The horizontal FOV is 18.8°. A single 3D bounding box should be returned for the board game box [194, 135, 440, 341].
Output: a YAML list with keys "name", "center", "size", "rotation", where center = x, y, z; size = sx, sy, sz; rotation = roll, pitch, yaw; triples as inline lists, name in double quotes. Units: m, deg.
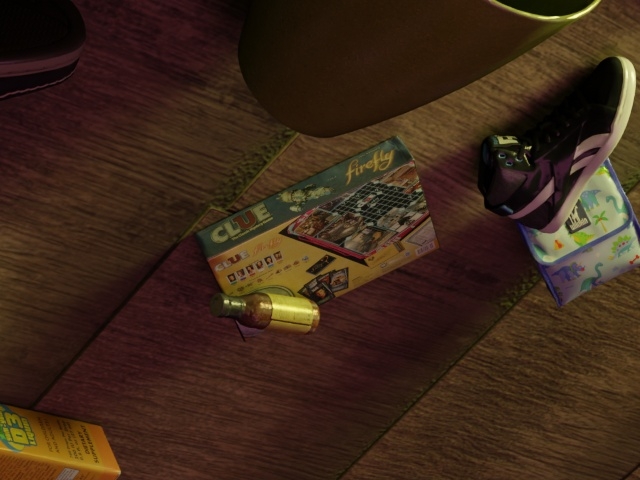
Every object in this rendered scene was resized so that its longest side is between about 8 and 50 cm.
- name: "board game box"
  center: [0.000, 0.000, 2.092]
  size: [0.243, 0.042, 0.165]
  rotation: [-25, 142, -4]

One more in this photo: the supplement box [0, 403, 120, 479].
- name: "supplement box"
  center: [-0.336, 0.234, 2.121]
  size: [0.233, 0.078, 0.080]
  rotation: [17, 124, -44]

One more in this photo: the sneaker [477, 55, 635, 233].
- name: "sneaker"
  center: [0.245, -0.112, 2.091]
  size: [0.121, 0.079, 0.217]
  rotation: [16, 113, -22]

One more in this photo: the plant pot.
- name: "plant pot"
  center: [0.059, -0.227, 1.727]
  size: [0.274, 0.275, 0.293]
  rotation: [6, 147, -37]

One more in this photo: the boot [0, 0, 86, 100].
- name: "boot"
  center: [-0.392, -0.083, 1.673]
  size: [0.377, 0.138, 0.284]
  rotation: [-11, 138, -16]

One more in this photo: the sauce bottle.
- name: "sauce bottle"
  center: [-0.060, 0.075, 2.072]
  size: [0.128, 0.042, 0.042]
  rotation: [13, 127, -39]

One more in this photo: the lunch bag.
- name: "lunch bag"
  center: [0.295, -0.017, 2.224]
  size: [0.129, 0.096, 0.151]
  rotation: [-27, 127, 2]
